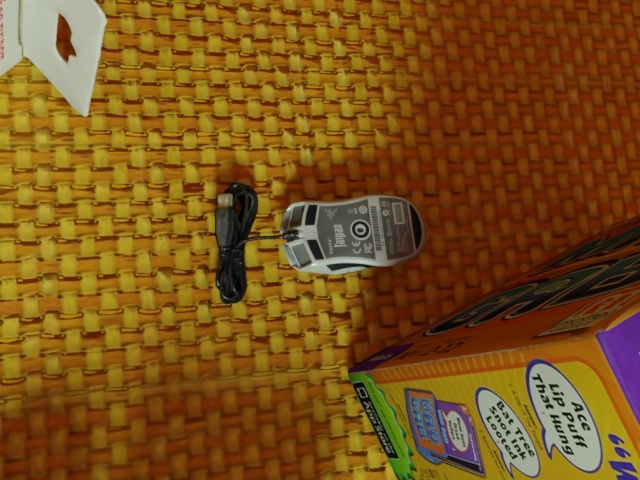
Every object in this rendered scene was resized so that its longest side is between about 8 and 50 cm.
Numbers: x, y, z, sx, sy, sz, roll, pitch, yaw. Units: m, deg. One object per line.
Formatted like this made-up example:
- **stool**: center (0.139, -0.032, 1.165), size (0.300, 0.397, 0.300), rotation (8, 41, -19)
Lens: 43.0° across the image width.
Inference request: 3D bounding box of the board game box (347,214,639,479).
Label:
- **board game box**: center (0.302, 0.170, 0.624), size (0.356, 0.356, 0.356), rotation (-25, 87, -22)

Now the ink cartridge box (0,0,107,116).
- **ink cartridge box**: center (-0.323, -0.214, 0.572), size (0.353, 0.207, 0.119), rotation (45, 67, -4)

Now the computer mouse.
- **computer mouse**: center (0.000, 0.000, 0.729), size (0.193, 0.042, 0.106), rotation (-2, 74, -14)
